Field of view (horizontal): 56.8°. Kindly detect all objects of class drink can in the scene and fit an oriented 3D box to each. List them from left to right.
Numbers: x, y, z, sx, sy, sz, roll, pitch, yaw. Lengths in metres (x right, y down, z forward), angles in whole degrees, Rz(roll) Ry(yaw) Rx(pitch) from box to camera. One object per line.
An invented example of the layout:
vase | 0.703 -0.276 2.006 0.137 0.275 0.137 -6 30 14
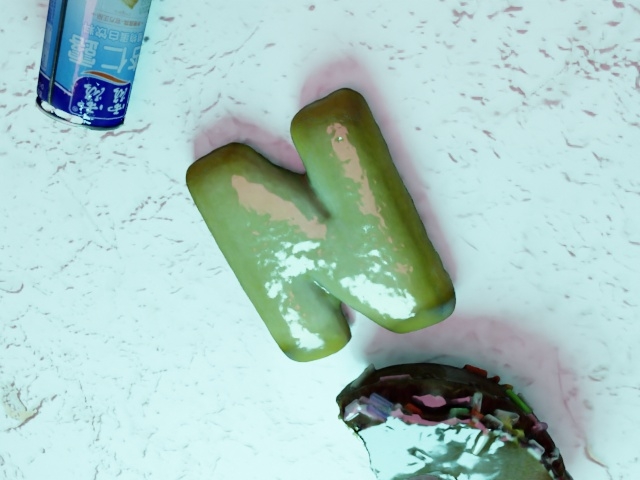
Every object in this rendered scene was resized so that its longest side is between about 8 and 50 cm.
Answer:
drink can | -0.221 -0.236 0.595 0.097 0.097 0.235 23 116 1

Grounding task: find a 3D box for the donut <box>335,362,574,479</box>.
donut | 0.172 0.293 0.734 0.259 0.136 0.345 -11 112 14

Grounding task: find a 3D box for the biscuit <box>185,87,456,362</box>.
biscuit | 0.000 0.000 0.676 0.237 0.062 0.291 -20 107 20
